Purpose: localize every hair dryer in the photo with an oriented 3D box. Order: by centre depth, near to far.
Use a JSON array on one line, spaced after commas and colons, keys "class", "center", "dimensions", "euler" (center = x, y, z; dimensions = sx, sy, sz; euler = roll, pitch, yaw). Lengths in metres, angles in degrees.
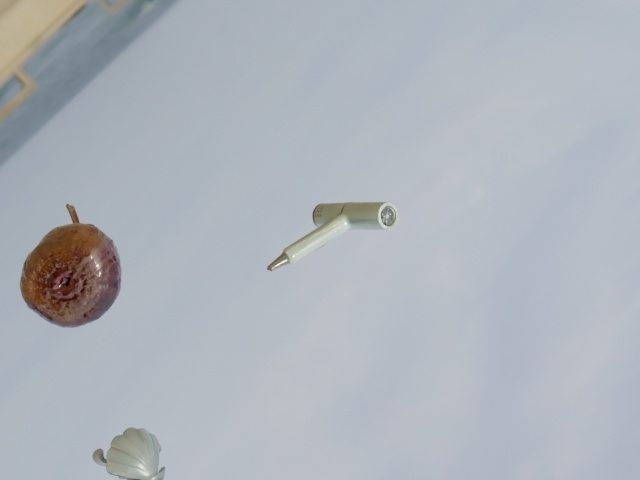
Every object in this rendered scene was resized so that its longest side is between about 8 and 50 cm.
[{"class": "hair dryer", "center": [0.004, 0.001, 1.846], "dimensions": [0.183, 0.044, 0.155], "euler": [-38, -158, -33]}]

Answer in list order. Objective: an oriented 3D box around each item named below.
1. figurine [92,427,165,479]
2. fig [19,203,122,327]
[{"class": "figurine", "center": [-0.245, 0.292, 1.685], "dimensions": [0.094, 0.086, 0.082], "euler": [-33, 175, -39]}, {"class": "fig", "center": [-0.347, 0.031, 1.795], "dimensions": [0.146, 0.133, 0.201], "euler": [-38, -158, 5]}]
